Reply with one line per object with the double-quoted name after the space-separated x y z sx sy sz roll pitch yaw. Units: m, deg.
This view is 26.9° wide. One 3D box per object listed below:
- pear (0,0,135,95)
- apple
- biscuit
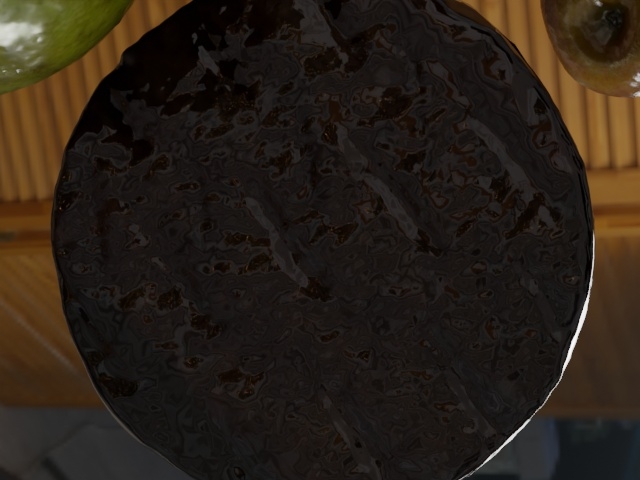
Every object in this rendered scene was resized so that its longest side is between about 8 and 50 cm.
-0.268 -0.260 0.853 0.413 0.352 0.352 -31 122 -29 "pear"
0.301 -0.239 1.316 0.173 0.160 0.195 -34 152 -45 "apple"
0.000 0.000 1.004 0.091 0.407 0.408 -11 98 -79 "biscuit"
